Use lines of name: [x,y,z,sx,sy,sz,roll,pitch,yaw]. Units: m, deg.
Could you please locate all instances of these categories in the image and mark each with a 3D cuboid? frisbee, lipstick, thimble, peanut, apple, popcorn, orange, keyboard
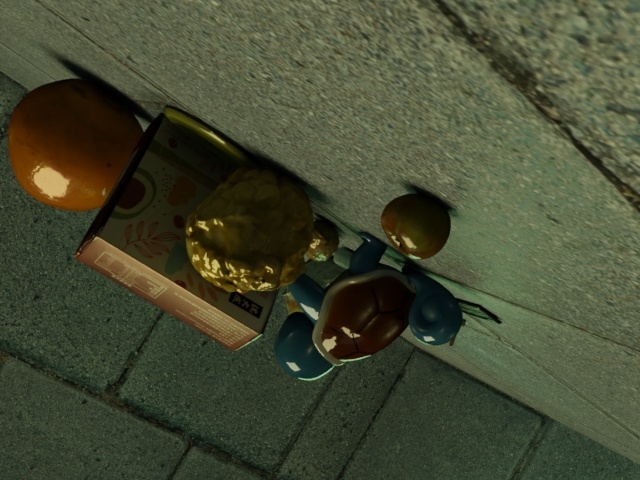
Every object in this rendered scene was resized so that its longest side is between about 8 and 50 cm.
frisbee: [-0.208,-0.190,1.598,0.236,0.017,0.236,31,175,3]
lipstick: [0.101,0.065,1.997,0.158,0.048,0.048,27,173,40]
thimble: [0.039,0.176,2.239,0.288,0.254,0.167,36,172,-28]
peanut: [-0.002,-0.001,1.833,0.089,0.089,0.193,32,170,1]
apple: [0.120,-0.019,1.030,0.089,0.074,0.089,34,174,4]
popcorn: [-0.122,-0.014,1.510,0.250,0.250,0.190,33,-173,-11]
orange: [-0.557,-0.215,1.859,0.312,0.312,0.312,31,174,3]
keyboard: [0.314,0.145,1.736,0.067,0.011,0.202,35,174,-15]

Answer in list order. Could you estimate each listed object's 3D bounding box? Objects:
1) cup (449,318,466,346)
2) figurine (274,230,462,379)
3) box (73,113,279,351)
cup: [0.274,0.189,1.881,0.074,0.099,0.102,27,173,42]
figurine: [0.094,0.139,1.671,0.416,0.243,0.298,-19,150,28]
box: [-0.253,-0.018,1.686,0.385,0.345,0.122,34,139,-19]
